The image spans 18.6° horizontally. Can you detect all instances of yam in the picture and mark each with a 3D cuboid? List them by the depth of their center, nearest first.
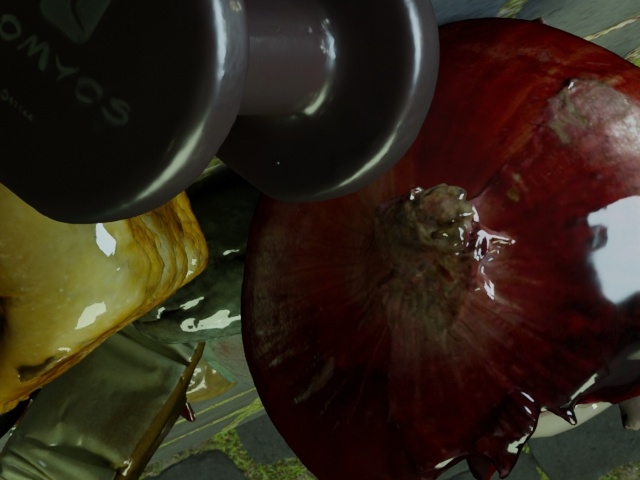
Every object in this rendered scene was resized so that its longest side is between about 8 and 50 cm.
[{"bbox_3d":[0.000,0.000,1.474,0.330,0.133,0.133,-18,169,-26],"label":"yam"}]

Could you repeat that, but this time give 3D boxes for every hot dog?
[{"bbox_3d":[-0.154,0.000,0.967,0.153,0.150,0.256,-27,-179,6],"label":"hot dog"}]

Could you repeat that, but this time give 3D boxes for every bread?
[{"bbox_3d":[-0.186,0.150,1.642,0.210,0.110,0.192,-57,-176,-20],"label":"bread"}]

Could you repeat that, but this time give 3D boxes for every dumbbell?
[{"bbox_3d":[-0.051,-0.080,0.825,0.124,0.140,0.225,-59,160,18],"label":"dumbbell"}]

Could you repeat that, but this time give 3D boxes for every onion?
[{"bbox_3d":[0.115,0.009,1.294,0.341,0.341,0.341,-25,171,-4],"label":"onion"}]

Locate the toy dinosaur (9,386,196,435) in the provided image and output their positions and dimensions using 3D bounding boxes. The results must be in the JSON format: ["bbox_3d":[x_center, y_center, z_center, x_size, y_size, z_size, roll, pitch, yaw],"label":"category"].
[{"bbox_3d":[-0.261,0.188,1.926,0.206,0.113,0.327,-29,173,21],"label":"toy dinosaur"}]

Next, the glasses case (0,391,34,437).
[{"bbox_3d":[-0.310,0.144,1.627,0.122,0.075,0.314,-27,172,-24],"label":"glasses case"}]

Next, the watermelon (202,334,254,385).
[{"bbox_3d":[0.021,0.037,1.677,0.260,0.176,0.256,-56,-176,-2],"label":"watermelon"}]

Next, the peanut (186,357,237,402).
[{"bbox_3d":[-0.087,0.091,1.890,0.117,0.101,0.263,-6,-170,40],"label":"peanut"}]
